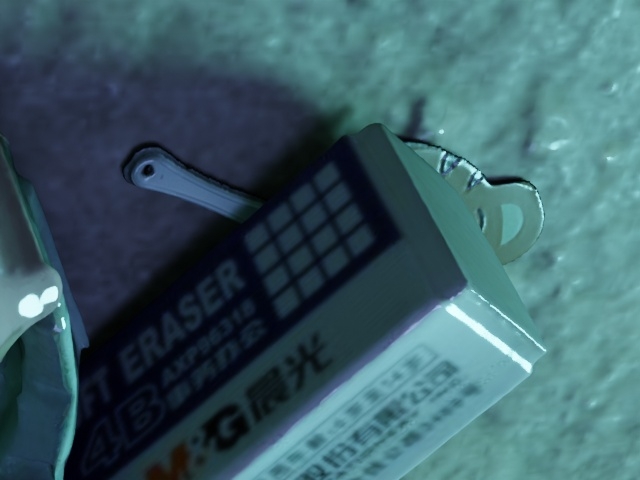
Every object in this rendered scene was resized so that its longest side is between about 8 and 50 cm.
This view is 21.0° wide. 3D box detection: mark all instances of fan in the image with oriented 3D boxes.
[{"bbox_3d":[0.000,0.000,0.838,0.227,0.008,0.152,25,112,-37],"label":"fan"}]

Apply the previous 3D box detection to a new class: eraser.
[{"bbox_3d":[-0.040,0.083,0.794,0.279,0.124,0.081,-40,133,14],"label":"eraser"}]

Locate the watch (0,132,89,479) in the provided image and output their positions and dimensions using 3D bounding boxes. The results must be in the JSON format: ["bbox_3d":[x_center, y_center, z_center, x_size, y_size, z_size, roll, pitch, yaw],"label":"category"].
[{"bbox_3d":[-0.212,0.088,0.720,0.253,0.162,0.241,-21,137,-5],"label":"watch"}]
